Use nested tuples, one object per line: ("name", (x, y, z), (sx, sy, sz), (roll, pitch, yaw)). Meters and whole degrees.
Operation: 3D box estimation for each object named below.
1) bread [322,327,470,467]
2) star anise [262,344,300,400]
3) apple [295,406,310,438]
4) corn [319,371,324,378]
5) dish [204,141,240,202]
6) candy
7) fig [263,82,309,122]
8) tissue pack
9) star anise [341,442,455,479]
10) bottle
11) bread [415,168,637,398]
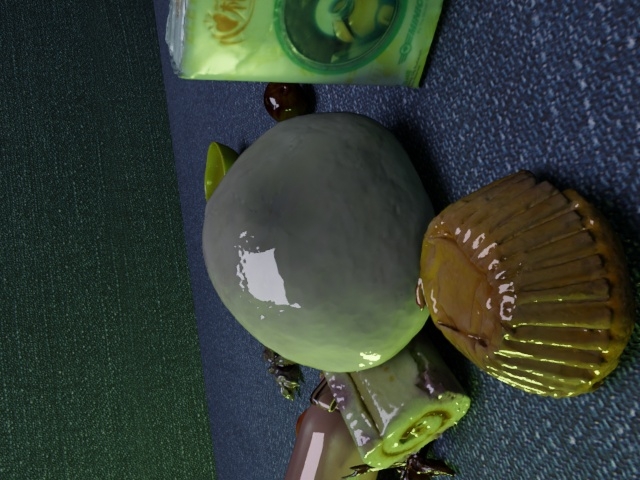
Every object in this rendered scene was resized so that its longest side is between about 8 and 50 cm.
("bread", (0.091, 0.185, 1.011), (0.187, 0.155, 0.338), (-40, 48, 12))
("star anise", (-0.112, 0.326, 1.667), (0.212, 0.073, 0.197), (-136, 43, -53))
("apple", (0.020, 0.441, 1.312), (0.163, 0.139, 0.164), (169, 90, -82))
("corn", (0.020, 0.324, 1.410), (0.083, 0.028, 0.027), (169, 115, -67))
("dish", (-0.293, -0.184, 1.921), (0.262, 0.108, 0.221), (113, 144, -46))
("candy", (0.000, 0.000, 0.941), (0.427, 0.386, 0.186), (56, -171, 22))
("fig", (-0.076, -0.317, 1.397), (0.155, 0.103, 0.109), (61, -158, -72))
("tissue pack", (-0.013, -0.375, 0.844), (0.162, 0.387, 0.287), (-118, 31, -44))
("star anise", (0.129, 0.385, 1.032), (0.158, 0.144, 0.141), (60, 140, 45))
("bottle", (0.030, 0.390, 1.133), (0.173, 0.206, 0.297), (18, 91, 37))
("bread", (0.229, 0.054, 0.700), (0.274, 0.149, 0.274), (170, 90, -73))
